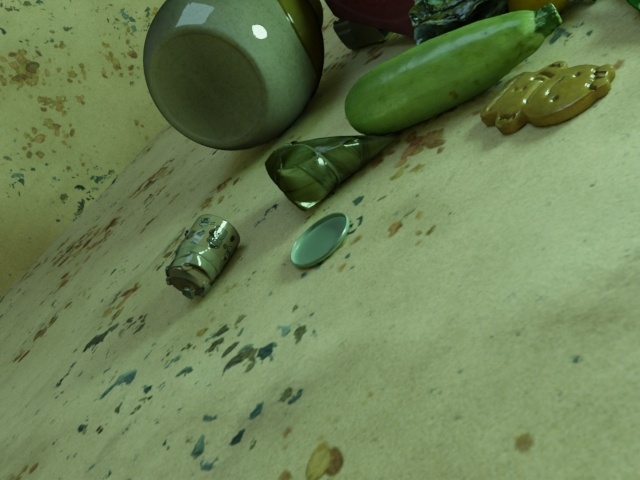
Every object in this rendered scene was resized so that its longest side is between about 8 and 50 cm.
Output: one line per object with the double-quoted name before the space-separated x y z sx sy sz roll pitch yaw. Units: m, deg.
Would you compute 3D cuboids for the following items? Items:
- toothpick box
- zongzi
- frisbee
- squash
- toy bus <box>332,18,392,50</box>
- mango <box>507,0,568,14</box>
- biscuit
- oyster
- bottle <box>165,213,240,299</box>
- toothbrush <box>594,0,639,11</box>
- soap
"toothpick box" -0.194 -0.454 1.512 0.409 0.409 0.425 -25 25 32
"zongzi" 0.008 -0.151 1.109 0.205 0.094 0.205 -31 22 -4
"frisbee" 0.000 0.000 0.949 0.110 0.014 0.110 -32 27 19
"squash" 0.196 -0.265 0.987 0.371 0.118 0.118 -21 31 34
"toy bus" 0.117 -0.553 1.608 0.103 0.091 0.182 -51 29 -15
"mango" 0.354 -0.392 0.999 0.184 0.085 0.102 -44 -12 -49
"biscuit" 0.289 -0.190 0.830 0.133 0.027 0.184 -40 24 0
"oyster" 0.312 -0.476 1.160 0.351 0.158 0.162 -40 66 -16
"bottle" -0.217 0.034 1.117 0.099 0.099 0.152 -13 40 46
"toothbrush" 0.424 -0.309 0.810 0.418 0.042 0.040 -99 22 -62
"soap" 0.121 -0.588 1.372 0.128 0.233 0.360 -47 44 -7
